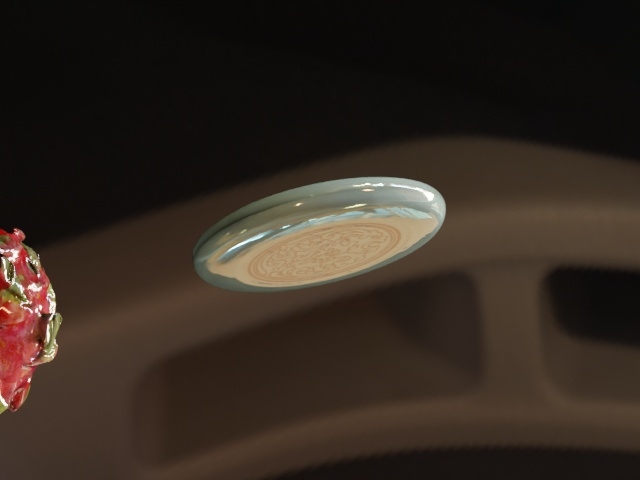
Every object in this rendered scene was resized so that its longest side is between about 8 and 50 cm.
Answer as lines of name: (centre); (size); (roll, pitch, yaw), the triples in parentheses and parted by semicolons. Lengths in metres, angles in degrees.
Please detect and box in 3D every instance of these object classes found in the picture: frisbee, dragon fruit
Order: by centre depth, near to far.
frisbee: (0.000, 0.000, 0.820); (0.110, 0.014, 0.110); (-11, 162, -4)
dragon fruit: (-0.310, 0.080, 1.713); (0.166, 0.160, 0.172); (-32, 113, -55)
